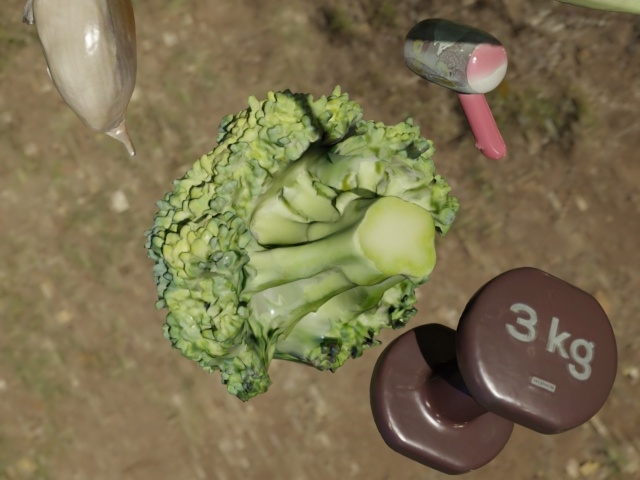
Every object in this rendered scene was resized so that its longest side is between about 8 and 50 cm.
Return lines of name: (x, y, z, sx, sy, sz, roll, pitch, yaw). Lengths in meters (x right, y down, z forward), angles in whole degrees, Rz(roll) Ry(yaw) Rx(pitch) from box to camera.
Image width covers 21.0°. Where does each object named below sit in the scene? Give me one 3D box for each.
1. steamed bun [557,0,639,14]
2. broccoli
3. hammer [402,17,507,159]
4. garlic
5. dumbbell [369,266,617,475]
steamed bun: (0.105, -0.239, 0.499, 0.309, 0.309, 0.309, 29, 133, 37)
broccoli: (-0.017, -0.005, 1.465, 0.235, 0.288, 0.260, 26, 159, 4)
hammer: (0.072, -0.069, 0.825, 0.052, 0.031, 0.083, 27, 155, 43)
garlic: (-0.161, -0.138, 1.242, 0.066, 0.084, 0.152, -11, 86, 44)
dumbbell: (0.141, 0.114, 1.453, 0.140, 0.124, 0.225, 26, 155, -13)
